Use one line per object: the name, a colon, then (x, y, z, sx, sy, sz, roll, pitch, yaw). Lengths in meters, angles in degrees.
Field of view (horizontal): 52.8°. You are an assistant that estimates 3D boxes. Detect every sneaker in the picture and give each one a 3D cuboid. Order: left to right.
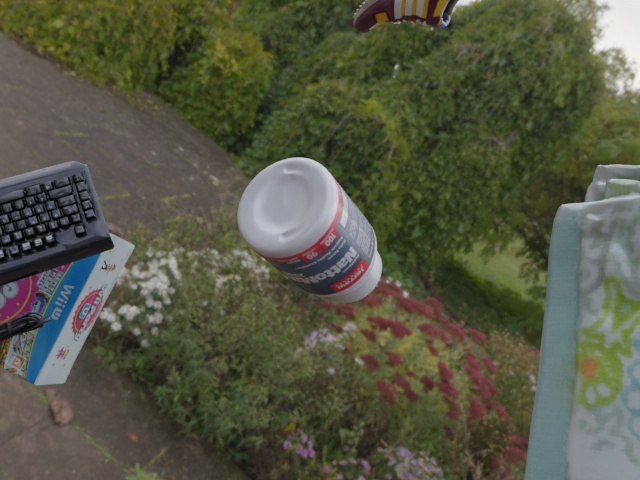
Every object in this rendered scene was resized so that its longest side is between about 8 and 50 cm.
sneaker: (0.126, -0.309, 0.857, 0.069, 0.185, 0.084, -41, 104, -46)

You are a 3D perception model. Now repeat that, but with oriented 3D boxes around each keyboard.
keyboard: (-0.389, 0.036, 0.704, 0.033, 0.317, 0.201, 114, -45, -70)

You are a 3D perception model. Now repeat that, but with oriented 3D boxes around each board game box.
board game box: (-0.455, 0.038, 0.908, 0.303, 0.224, 0.097, 23, -9, 7)

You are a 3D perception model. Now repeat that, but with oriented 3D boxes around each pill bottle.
pill bottle: (0.000, 0.000, 0.693, 0.108, 0.108, 0.180, 48, 2, 36)

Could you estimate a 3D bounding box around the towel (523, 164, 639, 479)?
towel: (0.275, 0.140, 0.343, 0.320, 0.374, 0.090, 3, -5, 43)
